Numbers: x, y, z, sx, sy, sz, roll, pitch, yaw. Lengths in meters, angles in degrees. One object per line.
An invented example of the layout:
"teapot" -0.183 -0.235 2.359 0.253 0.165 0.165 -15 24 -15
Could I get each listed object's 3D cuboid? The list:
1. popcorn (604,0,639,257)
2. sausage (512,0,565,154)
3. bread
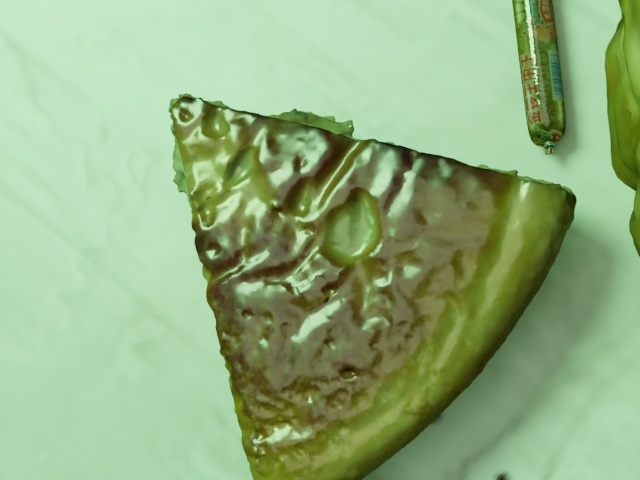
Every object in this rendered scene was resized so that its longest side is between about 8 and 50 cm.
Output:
"popcorn" 0.207 -0.068 0.571 0.265 0.225 0.332 -35 67 24
"sausage" 0.077 -0.080 0.698 0.015 0.015 0.100 -7 82 11
"bread" 0.024 0.005 0.679 0.136 0.054 0.154 -18 85 11
